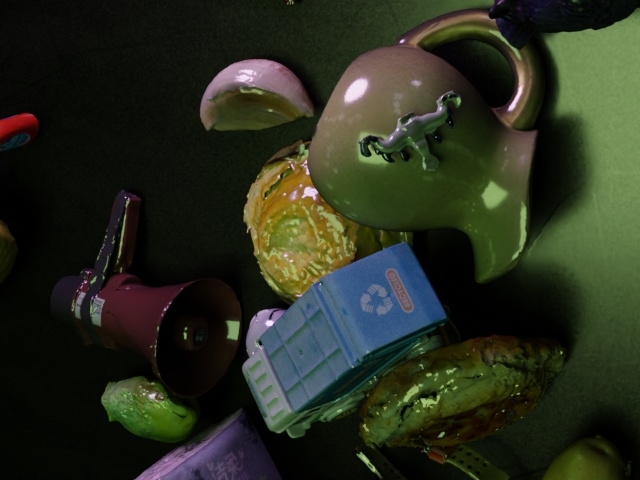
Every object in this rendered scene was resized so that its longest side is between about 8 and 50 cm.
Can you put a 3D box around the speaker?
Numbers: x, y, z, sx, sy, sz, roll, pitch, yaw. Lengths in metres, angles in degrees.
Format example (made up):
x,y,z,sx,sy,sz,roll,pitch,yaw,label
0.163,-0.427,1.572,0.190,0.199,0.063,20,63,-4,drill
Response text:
x,y,z,sx,sy,sz,roll,pitch,yaw,label
-0.311,0.085,1.681,0.330,0.198,0.259,19,126,32,speaker

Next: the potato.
x,y,z,sx,sy,sz,roll,pitch,yaw,label
0.342,0.413,1.416,0.140,0.173,0.300,20,116,14,potato

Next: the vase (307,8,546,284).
x,y,z,sx,sy,sz,roll,pitch,yaw,label
0.169,-0.145,1.338,0.302,0.241,0.329,26,90,7,vase

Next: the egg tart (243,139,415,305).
x,y,z,sx,sy,sz,roll,pitch,yaw,label
0.000,0.000,1.515,0.295,0.116,0.294,10,111,28,egg tart

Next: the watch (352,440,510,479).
x,y,z,sx,sy,sz,roll,pitch,yaw,label
0.182,0.363,1.539,0.268,0.102,0.164,42,131,15,watch

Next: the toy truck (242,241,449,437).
x,y,z,sx,sy,sz,roll,pitch,yaw,label
0.030,0.138,1.381,0.367,0.175,0.146,-48,62,47,toy truck

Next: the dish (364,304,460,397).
x,y,z,sx,sy,sz,roll,pitch,yaw,label
0.136,0.151,1.500,0.149,0.080,0.207,40,121,3,dish

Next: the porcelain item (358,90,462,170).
x,y,z,sx,sy,sz,roll,pitch,yaw,label
0.118,-0.115,1.214,0.136,0.021,0.075,-28,94,-5,porcelain item

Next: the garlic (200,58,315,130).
x,y,z,sx,sy,sz,roll,pitch,yaw,label
-0.109,-0.216,1.530,0.196,0.087,0.101,-7,114,28,garlic

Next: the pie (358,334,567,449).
x,y,z,sx,sy,sz,roll,pitch,yaw,label
0.183,0.210,1.377,0.308,0.308,0.085,-37,61,32,pie

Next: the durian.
x,y,z,sx,sy,sz,roll,pitch,yaw,label
-0.280,0.285,1.734,0.250,0.139,0.101,2,74,47,durian

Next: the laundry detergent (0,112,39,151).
x,y,z,sx,sy,sz,roll,pitch,yaw,label
-0.558,-0.172,1.741,0.097,0.165,0.049,-33,89,32,laundry detergent

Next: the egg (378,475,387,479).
x,y,z,sx,sy,sz,roll,pitch,yaw,label
0.065,0.510,1.547,0.162,0.206,0.271,-18,125,23,egg

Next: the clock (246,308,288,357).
x,y,z,sx,sy,sz,roll,pitch,yaw,label
-0.033,0.168,1.604,0.176,0.080,0.117,44,121,10,clock

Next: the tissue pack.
x,y,z,sx,sy,sz,roll,pitch,yaw,label
-0.125,0.501,1.633,0.124,0.288,0.394,-26,92,25,tissue pack

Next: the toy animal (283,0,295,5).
x,y,z,sx,sy,sz,roll,pitch,yaw,label
-0.112,-0.409,1.494,0.202,0.070,0.105,38,130,9,toy animal

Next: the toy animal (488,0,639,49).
x,y,z,sx,sy,sz,roll,pitch,yaw,label
0.326,-0.309,1.197,0.298,0.185,0.122,-12,100,31,toy animal

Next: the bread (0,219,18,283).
x,y,z,sx,sy,sz,roll,pitch,yaw,label
-0.741,-0.001,1.809,0.348,0.348,0.307,-44,71,31,bread
